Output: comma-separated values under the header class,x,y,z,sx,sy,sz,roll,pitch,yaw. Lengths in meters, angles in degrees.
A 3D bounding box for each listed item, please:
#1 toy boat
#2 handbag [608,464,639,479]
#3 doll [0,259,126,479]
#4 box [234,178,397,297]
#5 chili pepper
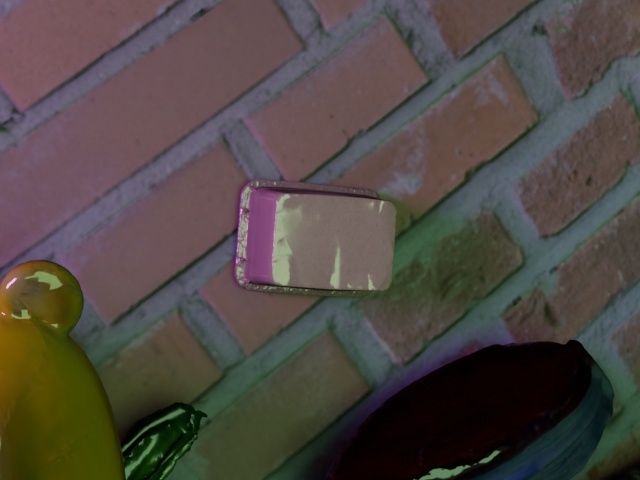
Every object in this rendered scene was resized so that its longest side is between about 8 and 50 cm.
class,x,y,z,sx,sy,sz,roll,pitch,yaw
toy boat,0.114,0.184,1.024,0.309,0.129,0.142,-26,131,-20
handbag,0.222,0.308,0.963,0.416,0.317,0.180,-24,95,-20
doll,-0.229,0.261,0.839,0.423,0.161,0.348,-43,109,-6
box,0.000,0.000,0.991,0.122,0.062,0.089,4,91,-22
chili pepper,-0.127,0.262,0.941,0.122,0.065,0.279,-8,92,8
